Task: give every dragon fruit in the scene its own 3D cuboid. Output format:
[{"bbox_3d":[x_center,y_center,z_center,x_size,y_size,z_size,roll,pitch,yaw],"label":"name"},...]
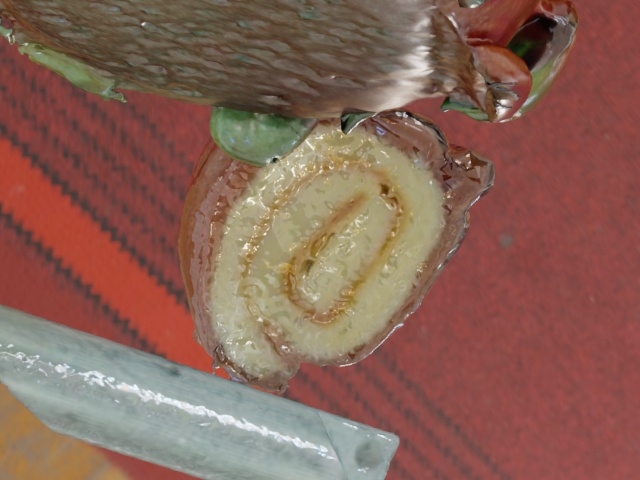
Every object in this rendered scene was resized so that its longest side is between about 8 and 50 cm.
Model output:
[{"bbox_3d":[-0.022,-0.124,0.680,0.268,0.295,0.130,11,75,-3],"label":"dragon fruit"}]

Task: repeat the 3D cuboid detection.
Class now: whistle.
[{"bbox_3d":[-0.103,0.092,0.987,0.312,0.062,0.062,20,111,-17],"label":"whistle"}]

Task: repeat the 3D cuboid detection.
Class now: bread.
[{"bbox_3d":[-0.011,-0.006,1.289,0.190,0.123,0.244,32,98,-7],"label":"bread"}]
